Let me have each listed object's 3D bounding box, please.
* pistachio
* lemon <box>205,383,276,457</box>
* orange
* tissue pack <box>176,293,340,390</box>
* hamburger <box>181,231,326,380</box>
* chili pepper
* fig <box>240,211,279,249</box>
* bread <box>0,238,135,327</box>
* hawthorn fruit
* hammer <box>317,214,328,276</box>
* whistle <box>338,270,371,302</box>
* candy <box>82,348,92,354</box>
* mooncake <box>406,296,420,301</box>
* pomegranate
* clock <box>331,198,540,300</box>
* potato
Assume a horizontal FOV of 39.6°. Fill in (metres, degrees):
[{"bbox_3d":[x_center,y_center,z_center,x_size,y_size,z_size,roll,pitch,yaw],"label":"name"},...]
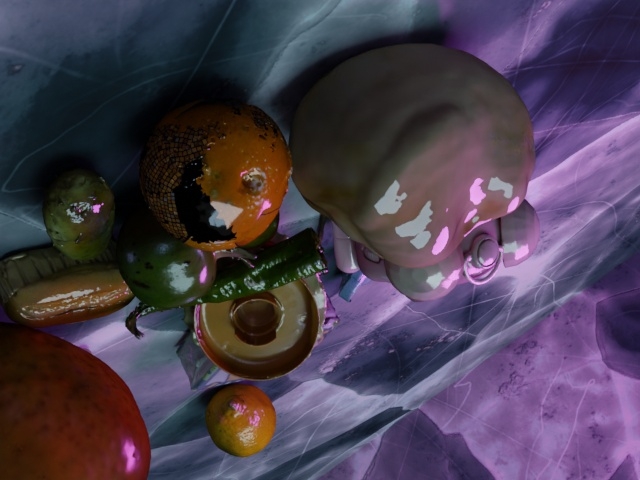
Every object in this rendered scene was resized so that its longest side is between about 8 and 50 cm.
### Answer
[{"bbox_3d":[0.153,-0.141,1.465,0.445,0.365,0.281,-7,-171,-23],"label":"pistachio"},{"bbox_3d":[-0.210,0.473,2.348,0.188,0.188,0.257,-29,152,-4],"label":"lemon"},{"bbox_3d":[-0.151,-0.098,1.321,0.182,0.235,0.234,8,-173,44],"label":"orange"},{"bbox_3d":[-0.140,0.216,2.014,0.310,0.128,0.228,-3,146,-43],"label":"tissue pack"},{"bbox_3d":[-0.124,0.112,1.696,0.274,0.212,0.275,-2,110,-5],"label":"hamburger"},{"bbox_3d":[-0.162,0.078,1.527,0.359,0.085,0.076,-22,158,0],"label":"chili pepper"},{"bbox_3d":[-0.189,-0.043,1.550,0.236,0.124,0.124,-2,151,-4],"label":"fig"},{"bbox_3d":[-0.417,0.076,1.486,0.236,0.106,0.140,-11,150,-34],"label":"bread"},{"bbox_3d":[-0.531,0.350,1.481,0.471,0.472,0.472,-24,154,-13],"label":"hawthorn fruit"},{"bbox_3d":[0.000,0.000,1.895,0.058,0.029,0.292,-23,152,-20],"label":"hammer"},{"bbox_3d":[0.107,0.038,2.003,0.186,0.093,0.274,-45,171,-38],"label":"whistle"},{"bbox_3d":[-0.512,0.378,1.854,0.135,0.179,0.321,-16,151,-25],"label":"candy"},{"bbox_3d":[0.287,0.037,2.127,0.275,0.135,0.275,-31,160,-13],"label":"mooncake"},{"bbox_3d":[-0.216,0.015,1.445,0.224,0.182,0.181,-16,153,-6],"label":"pomegranate"},{"bbox_3d":[0.221,-0.008,1.744,0.342,0.325,0.184,-25,111,-28],"label":"clock"},{"bbox_3d":[-0.364,-0.032,1.357,0.117,0.090,0.225,-45,166,-21],"label":"potato"}]
